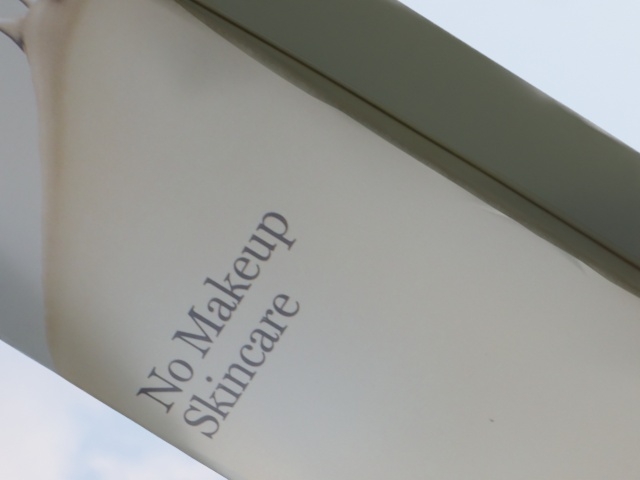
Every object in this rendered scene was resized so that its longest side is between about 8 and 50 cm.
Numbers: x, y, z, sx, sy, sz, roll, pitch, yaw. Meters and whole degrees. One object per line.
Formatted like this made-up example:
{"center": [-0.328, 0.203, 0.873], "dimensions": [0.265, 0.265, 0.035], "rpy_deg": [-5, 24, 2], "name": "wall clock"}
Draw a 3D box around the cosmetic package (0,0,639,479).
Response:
{"center": [0.000, 0.000, 0.670], "dimensions": [0.309, 0.160, 0.113], "rpy_deg": [30, -151, -3], "name": "cosmetic package"}
